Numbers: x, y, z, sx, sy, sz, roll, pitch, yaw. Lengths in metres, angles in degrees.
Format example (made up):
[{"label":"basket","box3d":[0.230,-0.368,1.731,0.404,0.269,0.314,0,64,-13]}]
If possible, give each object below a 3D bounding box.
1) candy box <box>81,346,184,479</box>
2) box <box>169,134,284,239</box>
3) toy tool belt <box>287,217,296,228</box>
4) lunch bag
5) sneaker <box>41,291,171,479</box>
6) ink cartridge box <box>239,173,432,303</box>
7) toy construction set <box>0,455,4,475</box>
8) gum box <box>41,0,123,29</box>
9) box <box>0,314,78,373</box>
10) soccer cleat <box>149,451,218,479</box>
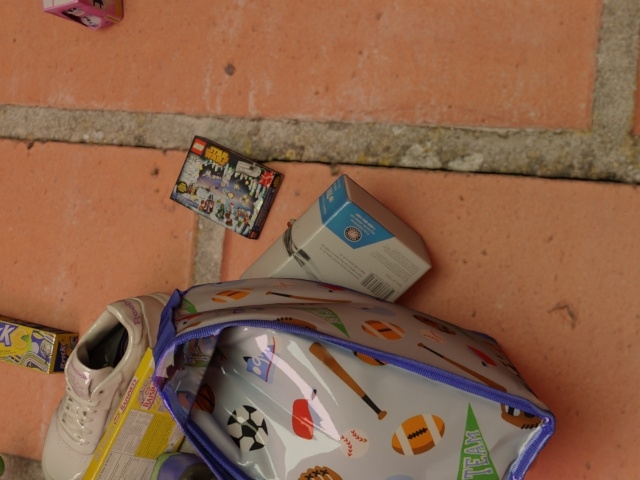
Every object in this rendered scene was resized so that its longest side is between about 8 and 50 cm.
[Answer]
[{"label":"candy box","box3d":[-0.222,0.241,1.737,0.027,0.105,0.206,39,104,51]},{"label":"box","box3d":[-0.124,-0.070,1.754,0.137,0.027,0.094,26,97,27]},{"label":"toy tool belt","box3d":[0.000,0.000,1.679,0.051,0.052,0.083,-30,72,-7]},{"label":"lunch bag","box3d":[0.006,0.169,1.424,0.385,0.328,0.239,22,95,-7]},{"label":"sneaker","box3d":[-0.302,0.195,1.755,0.114,0.152,0.305,34,103,24]},{"label":"ink cartridge box","box3d":[0.015,0.038,1.606,0.190,0.139,0.082,-43,24,19]},{"label":"toy construction set","box3d":[-0.395,0.425,1.687,0.237,0.309,0.257,-22,98,28]},{"label":"gum box","box3d":[-0.330,-0.389,1.841,0.062,0.107,0.188,-9,82,26]},{"label":"box","box3d":[-0.424,0.142,1.876,0.169,0.054,0.059,11,91,28]},{"label":"soccer cleat","box3d":[-0.195,0.412,1.731,0.121,0.093,0.289,16,97,50]}]
